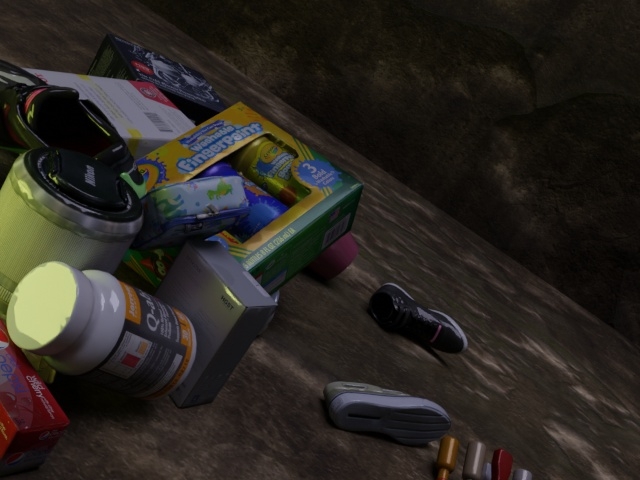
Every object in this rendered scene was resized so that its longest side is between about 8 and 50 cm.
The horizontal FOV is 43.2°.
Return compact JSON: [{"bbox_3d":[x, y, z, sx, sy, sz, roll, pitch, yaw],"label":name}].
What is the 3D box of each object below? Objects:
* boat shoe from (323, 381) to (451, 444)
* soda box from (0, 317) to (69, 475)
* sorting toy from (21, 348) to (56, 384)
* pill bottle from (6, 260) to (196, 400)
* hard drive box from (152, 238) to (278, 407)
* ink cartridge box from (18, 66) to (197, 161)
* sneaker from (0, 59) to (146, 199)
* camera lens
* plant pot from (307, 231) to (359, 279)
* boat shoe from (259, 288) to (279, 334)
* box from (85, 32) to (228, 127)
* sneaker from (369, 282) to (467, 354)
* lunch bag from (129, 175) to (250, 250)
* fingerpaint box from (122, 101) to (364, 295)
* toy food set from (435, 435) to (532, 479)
[{"bbox_3d":[0.143,0.349,1.692,0.302,0.109,0.094,19,22,-30],"label":"boat shoe"},{"bbox_3d":[-0.457,0.192,1.112,0.263,0.092,0.083,45,21,28],"label":"soda box"},{"bbox_3d":[-0.442,0.190,1.262,0.062,0.012,0.083,21,26,-20],"label":"sorting toy"},{"bbox_3d":[-0.327,0.140,1.234,0.162,0.162,0.278,48,4,34],"label":"pill bottle"},{"bbox_3d":[-0.211,0.143,1.414,0.181,0.232,0.089,45,22,27],"label":"hard drive box"},{"bbox_3d":[-0.502,-0.251,1.871,0.384,0.160,0.279,-3,40,-48],"label":"ink cartridge box"},{"bbox_3d":[-0.510,-0.234,1.515,0.482,0.202,0.185,33,55,17],"label":"sneaker"},{"bbox_3d":[-0.435,0.003,1.319,0.219,0.274,0.219,30,20,-12],"label":"camera lens"},{"bbox_3d":[0.000,0.000,2.186,0.180,0.201,0.201,47,16,-13],"label":"plant pot"},{"bbox_3d":[-0.170,0.062,1.821,0.135,0.157,0.367,-5,47,-18],"label":"boat shoe"},{"bbox_3d":[-0.480,-0.417,2.390,0.343,0.179,0.312,17,24,-41],"label":"box"},{"bbox_3d":[0.251,0.224,2.177,0.295,0.105,0.147,35,20,21],"label":"sneaker"},{"bbox_3d":[-0.234,-0.046,1.420,0.176,0.219,0.090,-12,84,-38],"label":"lunch bag"},{"bbox_3d":[-0.190,-0.067,1.713,0.371,0.163,0.444,36,49,20],"label":"fingerpaint box"},{"bbox_3d":[0.350,0.503,1.679,0.232,0.111,0.105,39,48,-19],"label":"toy food set"}]
